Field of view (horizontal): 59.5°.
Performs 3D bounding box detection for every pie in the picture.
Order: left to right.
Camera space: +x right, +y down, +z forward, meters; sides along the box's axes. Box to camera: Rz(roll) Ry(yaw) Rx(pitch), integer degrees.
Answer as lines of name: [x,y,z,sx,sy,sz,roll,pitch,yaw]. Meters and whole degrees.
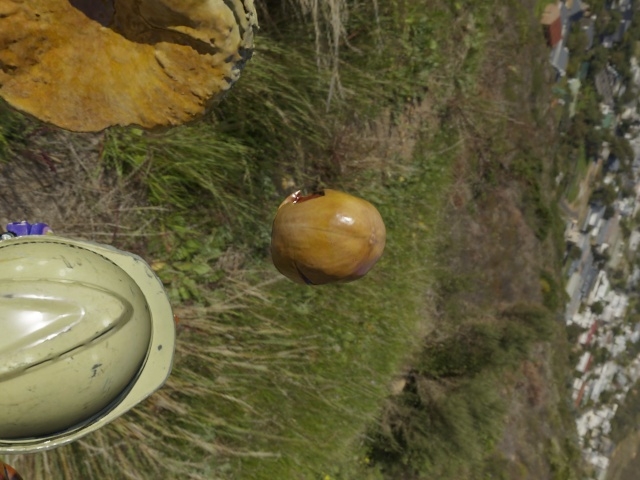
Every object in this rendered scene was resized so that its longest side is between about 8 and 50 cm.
pie: [-0.237,-0.242,0.594,0.339,0.339,0.083,60,18,-49]

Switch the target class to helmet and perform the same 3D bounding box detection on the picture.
helmet: [-0.232,0.077,0.499,0.257,0.137,0.204,-11,80,-37]

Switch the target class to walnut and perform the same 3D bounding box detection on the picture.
walnut: [0.000,0.000,1.119,0.203,0.297,0.203,5,80,-31]

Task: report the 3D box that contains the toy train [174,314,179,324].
toy train: [-0.508,0.229,1.698,0.176,0.118,0.074,90,8,-63]

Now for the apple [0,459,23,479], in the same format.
apple: [-0.715,0.547,1.133,0.253,0.253,0.254,-30,129,-45]

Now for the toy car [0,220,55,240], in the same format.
toy car: [-0.722,0.058,1.459,0.172,0.157,0.235,75,0,-77]
